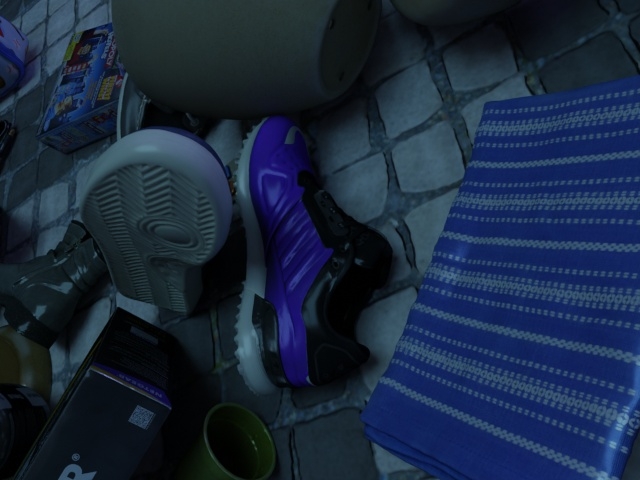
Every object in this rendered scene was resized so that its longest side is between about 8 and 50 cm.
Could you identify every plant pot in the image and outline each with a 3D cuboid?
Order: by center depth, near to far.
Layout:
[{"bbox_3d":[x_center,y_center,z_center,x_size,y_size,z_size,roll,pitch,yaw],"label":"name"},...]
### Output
[{"bbox_3d":[-0.100,0.214,0.635,0.079,0.083,0.083,-44,51,26],"label":"plant pot"},{"bbox_3d":[-0.048,-0.246,0.698,0.191,0.284,0.284,26,86,19],"label":"plant pot"},{"bbox_3d":[-0.464,0.226,0.910,0.236,0.032,0.236,-15,61,30],"label":"plant pot"}]

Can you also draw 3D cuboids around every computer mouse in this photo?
[{"bbox_3d":[-0.635,-0.176,1.202,0.193,0.042,0.106,10,77,38],"label":"computer mouse"}]

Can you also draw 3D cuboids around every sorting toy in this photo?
[{"bbox_3d":[-0.116,-0.057,0.803,0.062,0.012,0.083,-33,54,19],"label":"sorting toy"}]

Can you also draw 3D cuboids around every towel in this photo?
[{"bbox_3d":[0.156,0.025,0.500,0.243,0.040,0.335,5,71,63],"label":"towel"}]

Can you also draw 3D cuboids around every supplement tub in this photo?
[{"bbox_3d":[-0.392,0.221,0.745,0.117,0.190,0.116,1,77,-4],"label":"supplement tub"}]

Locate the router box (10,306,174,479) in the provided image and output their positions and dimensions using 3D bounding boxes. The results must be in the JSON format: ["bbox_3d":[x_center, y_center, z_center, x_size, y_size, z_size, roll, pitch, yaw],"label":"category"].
[{"bbox_3d":[-0.256,0.236,0.647,0.308,0.081,0.243,-59,14,0],"label":"router box"}]

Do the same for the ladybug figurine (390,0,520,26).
[{"bbox_3d":[0.161,-0.417,0.628,0.305,0.162,0.449,157,117,-68],"label":"ladybug figurine"}]

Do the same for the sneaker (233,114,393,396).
[{"bbox_3d":[0.000,0.001,0.650,0.146,0.102,0.293,-13,66,23],"label":"sneaker"}]

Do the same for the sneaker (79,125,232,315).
[{"bbox_3d":[-0.146,-0.044,0.652,0.350,0.131,0.148,129,160,-64],"label":"sneaker"}]

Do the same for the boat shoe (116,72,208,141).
[{"bbox_3d":[-0.168,-0.235,0.857,0.096,0.112,0.335,1,67,40],"label":"boat shoe"}]

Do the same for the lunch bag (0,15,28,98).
[{"bbox_3d":[-0.713,-0.332,1.197,0.303,0.243,0.114,-24,57,24],"label":"lunch bag"}]

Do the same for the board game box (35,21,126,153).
[{"bbox_3d":[-0.329,-0.237,1.003,0.194,0.060,0.194,1,70,34],"label":"board game box"}]

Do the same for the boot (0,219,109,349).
[{"bbox_3d":[-0.387,0.037,0.926,0.247,0.083,0.161,26,74,40],"label":"boot"}]
